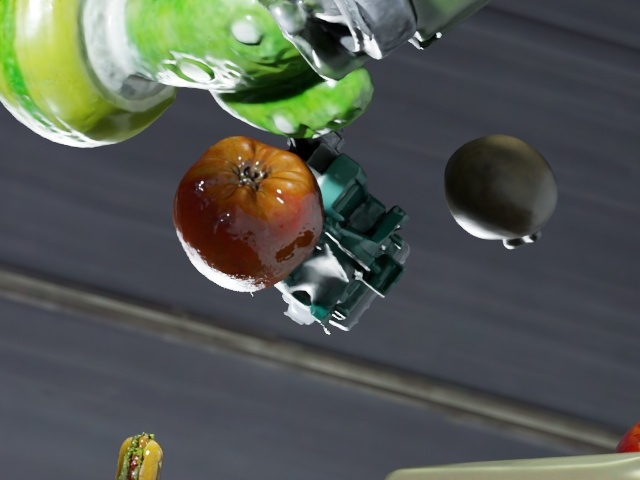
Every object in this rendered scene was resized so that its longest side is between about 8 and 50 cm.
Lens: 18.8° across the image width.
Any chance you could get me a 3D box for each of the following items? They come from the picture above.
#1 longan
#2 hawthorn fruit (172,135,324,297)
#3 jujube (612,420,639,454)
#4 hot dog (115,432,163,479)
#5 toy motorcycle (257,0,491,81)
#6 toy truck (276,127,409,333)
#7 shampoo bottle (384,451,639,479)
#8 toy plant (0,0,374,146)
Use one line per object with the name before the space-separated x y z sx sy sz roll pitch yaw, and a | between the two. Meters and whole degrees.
longan | 0.170 -0.041 1.796 0.106 0.106 0.119 -83 -29 -59
hawthorn fruit | -0.063 -0.018 1.556 0.140 0.125 0.125 -36 35 52
jujube | 0.338 0.269 1.644 0.318 0.223 0.223 -79 6 -65
hot dog | -0.134 0.182 1.412 0.021 0.037 0.083 -16 -70 -66
toy motorcycle | 0.027 -0.205 0.786 0.205 0.275 0.127 -36 32 -4
toy truck | -0.006 -0.005 1.834 0.176 0.178 0.363 -51 -2 -3
shampoo bottle | 0.200 0.157 1.049 0.350 0.125 0.084 -10 61 36
toy plant | -0.111 -0.177 1.547 0.184 0.316 0.224 -54 -50 -40
